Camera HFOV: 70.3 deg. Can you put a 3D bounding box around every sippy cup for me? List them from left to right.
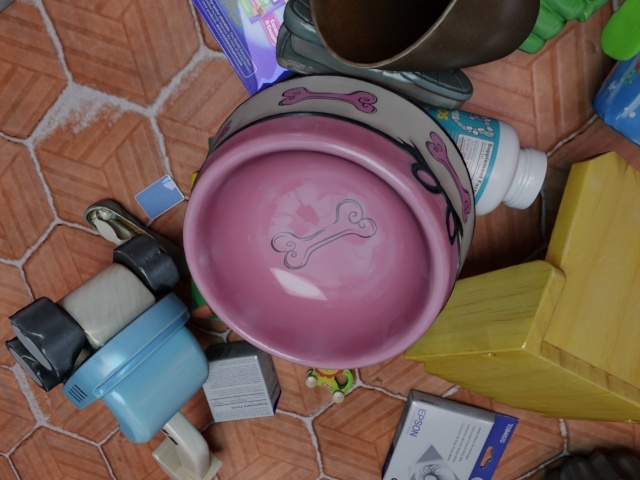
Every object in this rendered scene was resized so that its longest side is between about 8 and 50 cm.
[{"bbox_3d":[0.493,-0.224,0.579,0.305,0.240,0.224,29,127,2],"label":"sippy cup"}]

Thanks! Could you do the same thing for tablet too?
[{"bbox_3d":[-0.295,-0.079,0.832,0.083,0.006,0.054,-30,102,14],"label":"tablet"}]

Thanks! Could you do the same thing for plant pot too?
[{"bbox_3d":[0.143,-0.282,0.504,0.215,0.230,0.216,5,97,48],"label":"plant pot"}]

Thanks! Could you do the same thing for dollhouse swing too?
[{"bbox_3d":[0.372,0.089,0.722,0.346,0.305,0.315,26,153,-22],"label":"dollhouse swing"}]

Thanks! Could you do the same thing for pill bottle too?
[{"bbox_3d":[0.190,-0.123,0.686,0.263,0.146,0.146,15,109,1],"label":"pill bottle"}]

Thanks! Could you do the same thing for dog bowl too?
[{"bbox_3d":[0.000,0.000,0.615,0.407,0.150,0.409,7,122,11],"label":"dog bowl"}]

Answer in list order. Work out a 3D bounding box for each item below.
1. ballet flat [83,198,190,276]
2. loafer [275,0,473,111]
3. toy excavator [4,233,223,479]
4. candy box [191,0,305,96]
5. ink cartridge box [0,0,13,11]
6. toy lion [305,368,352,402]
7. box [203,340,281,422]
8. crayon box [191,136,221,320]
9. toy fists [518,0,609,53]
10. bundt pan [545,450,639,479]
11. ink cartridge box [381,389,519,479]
[{"bbox_3d":[-0.337,0.007,0.832,0.213,0.068,0.072,38,108,-6],"label":"ballet flat"},{"bbox_3d":[0.070,-0.229,0.605,0.267,0.096,0.084,19,140,-13],"label":"loafer"},{"bbox_3d":[-0.300,0.276,0.802,0.445,0.222,0.433,50,140,-3],"label":"toy excavator"},{"bbox_3d":[-0.025,-0.398,0.634,0.317,0.122,0.268,-29,102,16],"label":"candy box"},{"bbox_3d":[-0.537,-0.430,0.724,0.207,0.046,0.097,-29,104,15],"label":"ink cartridge box"},{"bbox_3d":[0.022,0.255,0.894,0.100,0.034,0.096,31,101,-4],"label":"toy lion"},{"bbox_3d":[-0.158,0.275,0.897,0.126,0.072,0.137,-10,106,10],"label":"box"},{"bbox_3d":[-0.118,-0.008,0.795,0.202,0.081,0.319,6,108,5],"label":"crayon box"},{"bbox_3d":[0.349,-0.356,0.570,0.279,0.142,0.096,-39,101,28],"label":"toy fists"},{"bbox_3d":[0.562,0.545,0.874,0.330,0.124,0.331,2,108,5],"label":"bundt pan"},{"bbox_3d":[0.258,0.427,0.912,0.223,0.045,0.224,14,109,2],"label":"ink cartridge box"}]
